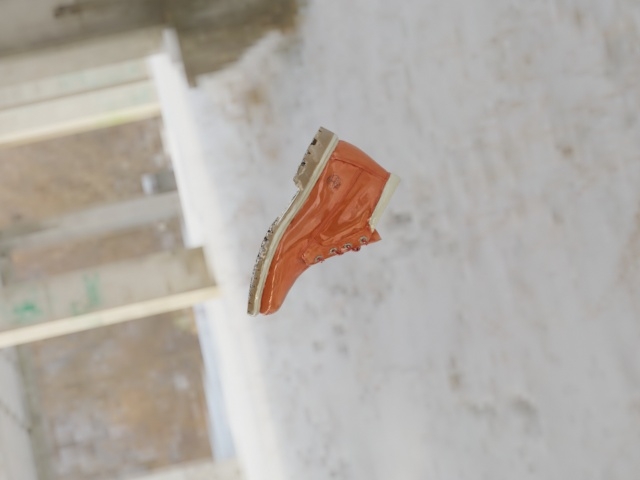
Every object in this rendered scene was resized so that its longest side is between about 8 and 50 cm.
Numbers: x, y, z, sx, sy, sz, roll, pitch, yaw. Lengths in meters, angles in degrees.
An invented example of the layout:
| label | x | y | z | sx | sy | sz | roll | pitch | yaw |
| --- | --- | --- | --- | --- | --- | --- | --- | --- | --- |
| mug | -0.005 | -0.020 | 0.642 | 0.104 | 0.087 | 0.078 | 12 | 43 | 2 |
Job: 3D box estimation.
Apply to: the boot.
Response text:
| label | x | y | z | sx | sy | sz | roll | pitch | yaw |
| --- | --- | --- | --- | --- | --- | --- | --- | --- | --- |
| boot | 0.000 | 0.000 | 1.428 | 0.158 | 0.085 | 0.059 | -62 | 5 | 9 |
